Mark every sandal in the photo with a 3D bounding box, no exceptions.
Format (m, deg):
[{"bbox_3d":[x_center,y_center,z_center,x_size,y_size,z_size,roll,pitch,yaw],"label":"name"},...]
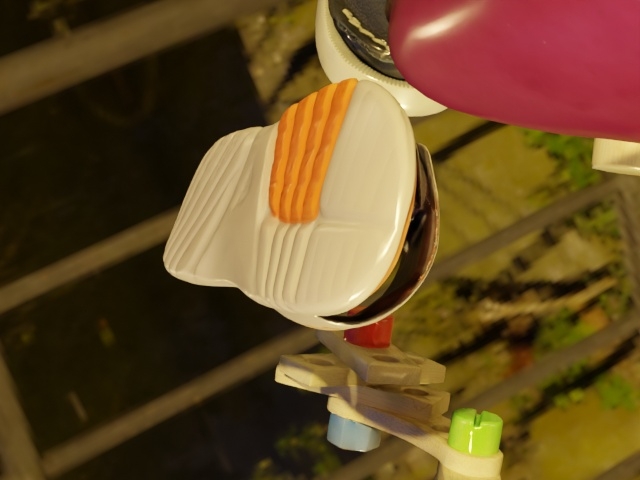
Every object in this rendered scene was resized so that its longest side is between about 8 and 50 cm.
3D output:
[{"bbox_3d":[0.003,-0.010,0.786,0.102,0.076,0.265,-69,19,-6],"label":"sandal"}]

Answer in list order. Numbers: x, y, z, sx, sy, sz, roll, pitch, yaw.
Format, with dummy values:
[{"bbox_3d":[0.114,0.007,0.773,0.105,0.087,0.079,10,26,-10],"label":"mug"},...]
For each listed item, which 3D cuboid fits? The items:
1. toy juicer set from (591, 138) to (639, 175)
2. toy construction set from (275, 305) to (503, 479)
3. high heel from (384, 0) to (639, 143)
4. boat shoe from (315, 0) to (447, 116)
[{"bbox_3d":[0.212,-0.046,0.711,0.329,0.209,0.089,29,173,-15],"label":"toy juicer set"},{"bbox_3d":[0.059,0.204,1.039,0.215,0.151,0.327,-88,-8,-80],"label":"toy construction set"},{"bbox_3d":[0.146,-0.008,0.305,0.377,0.127,0.181,-6,104,60],"label":"high heel"},{"bbox_3d":[0.046,-0.201,0.933,0.091,0.114,0.302,112,156,-47],"label":"boat shoe"}]
